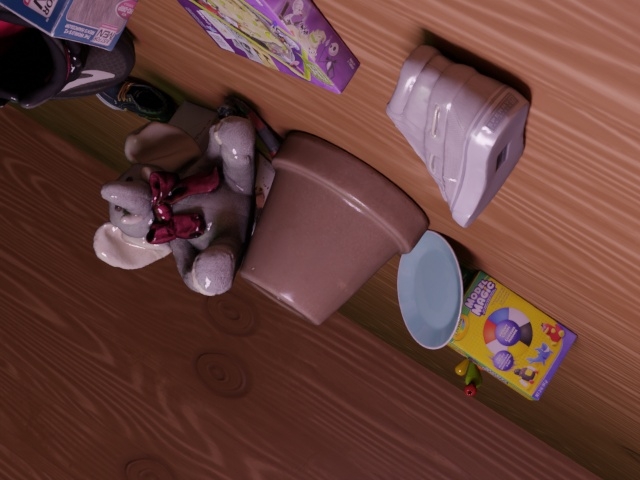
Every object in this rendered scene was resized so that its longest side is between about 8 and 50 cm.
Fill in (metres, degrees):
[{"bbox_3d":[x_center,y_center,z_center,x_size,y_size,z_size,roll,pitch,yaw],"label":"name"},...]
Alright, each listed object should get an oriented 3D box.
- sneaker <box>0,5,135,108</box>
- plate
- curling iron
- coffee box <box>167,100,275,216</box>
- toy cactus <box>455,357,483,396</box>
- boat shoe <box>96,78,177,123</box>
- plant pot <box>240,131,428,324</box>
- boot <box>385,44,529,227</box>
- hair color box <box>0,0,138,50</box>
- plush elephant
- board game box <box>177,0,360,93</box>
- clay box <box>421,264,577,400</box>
[{"bbox_3d":[-0.417,-0.253,1.529,0.202,0.185,0.482,39,-160,18],"label":"sneaker"},{"bbox_3d":[0.179,0.077,1.707,0.024,0.188,0.188,-3,-170,-27],"label":"plate"},{"bbox_3d":[-0.074,-0.148,1.762,0.068,0.035,0.274,19,163,47],"label":"curling iron"},{"bbox_3d":[-0.176,-0.098,1.988,0.119,0.168,0.297,26,168,44],"label":"coffee box"},{"bbox_3d":[0.247,0.144,1.857,0.180,0.112,0.219,-23,-89,-62],"label":"toy cactus"},{"bbox_3d":[-0.354,-0.275,2.035,0.183,0.065,0.083,25,168,14],"label":"boat shoe"},{"bbox_3d":[0.000,0.000,1.666,0.263,0.229,0.263,32,172,5],"label":"plant pot"},{"bbox_3d":[0.131,-0.107,1.080,0.123,0.095,0.258,38,165,15],"label":"boot"},{"bbox_3d":[-0.413,-0.376,1.368,0.347,0.105,0.174,33,-169,10],"label":"hair color box"},{"bbox_3d":[-0.236,-0.059,1.727,0.255,0.272,0.330,8,177,2],"label":"plush elephant"},{"bbox_3d":[-0.117,-0.286,1.106,0.208,0.056,0.347,32,173,38],"label":"board game box"},{"bbox_3d":[0.286,0.146,1.748,0.222,0.127,0.053,33,171,-2],"label":"clay box"}]
